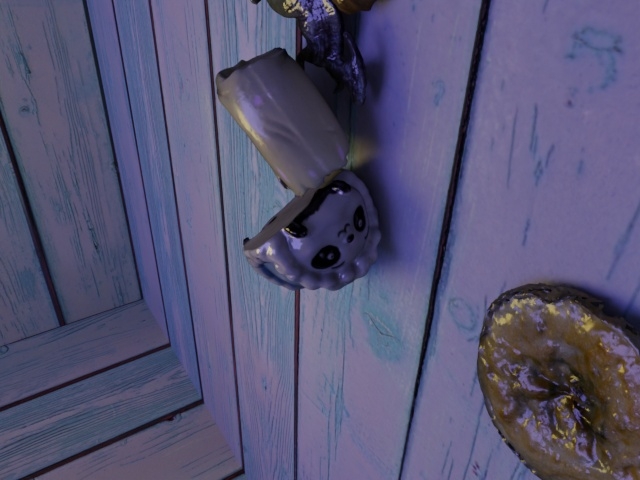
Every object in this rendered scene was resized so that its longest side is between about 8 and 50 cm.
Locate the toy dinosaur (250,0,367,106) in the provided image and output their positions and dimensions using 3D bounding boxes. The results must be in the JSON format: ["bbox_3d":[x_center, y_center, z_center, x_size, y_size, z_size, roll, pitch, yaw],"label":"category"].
[{"bbox_3d":[-0.010,-0.323,0.844,0.294,0.077,0.162,56,158,-2],"label":"toy dinosaur"}]

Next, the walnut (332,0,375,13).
[{"bbox_3d":[0.044,-0.342,0.739,0.079,0.082,0.096,-13,110,42],"label":"walnut"}]

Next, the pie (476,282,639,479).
[{"bbox_3d":[0.279,0.177,0.653,0.274,0.055,0.274,40,140,45],"label":"pie"}]

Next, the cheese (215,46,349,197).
[{"bbox_3d":[-0.058,-0.184,0.902,0.233,0.127,0.266,56,180,-25],"label":"cheese"}]

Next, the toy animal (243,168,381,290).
[{"bbox_3d":[0.000,0.000,0.923,0.156,0.208,0.204,50,158,-16],"label":"toy animal"}]
